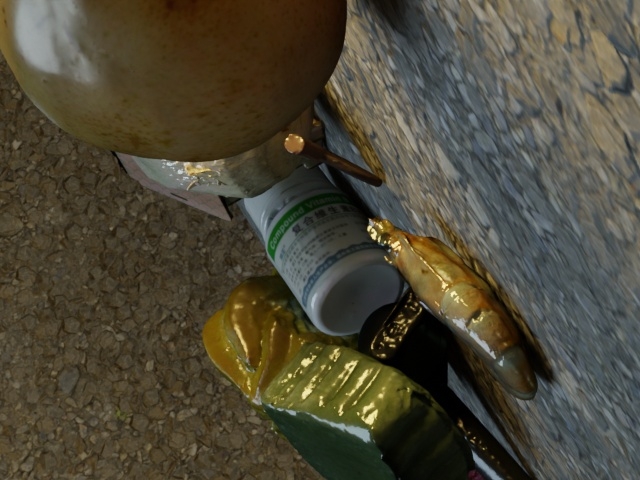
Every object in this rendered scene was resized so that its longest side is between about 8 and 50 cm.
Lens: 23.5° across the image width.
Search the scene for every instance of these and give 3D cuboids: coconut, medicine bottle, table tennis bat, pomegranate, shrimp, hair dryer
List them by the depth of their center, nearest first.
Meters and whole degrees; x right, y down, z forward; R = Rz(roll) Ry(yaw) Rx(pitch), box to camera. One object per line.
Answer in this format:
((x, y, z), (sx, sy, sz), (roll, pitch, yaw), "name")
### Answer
((-0.120, -0.199, 1.204), (0.319, 0.319, 0.319), (58, 174, 9), "pomegranate")
((0.140, 0.065, 1.510), (0.254, 0.059, 0.145), (46, 177, 47), "shrimp")
((0.030, -0.135, 1.668), (0.107, 0.119, 0.170), (29, -174, 24), "table tennis bat")
((-0.131, -0.154, 1.758), (0.224, 0.234, 0.224), (2, -90, -73), "coconut")
((0.167, 0.207, 1.897), (0.302, 0.116, 0.244), (44, 168, 19), "hair dryer")
((0.000, 0.000, 1.990), (0.237, 0.139, 0.139), (56, 174, 41), "medicine bottle")

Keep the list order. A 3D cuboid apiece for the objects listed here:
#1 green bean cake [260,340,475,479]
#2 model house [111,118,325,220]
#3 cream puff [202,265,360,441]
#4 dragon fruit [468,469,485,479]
((0.066, 0.234, 1.826), (0.227, 0.125, 0.222), (20, 150, 48), "green bean cake")
((-0.169, -0.184, 1.964), (0.326, 0.244, 0.169), (58, 177, 24), "model house")
((-0.032, 0.179, 2.259), (0.323, 0.270, 0.274), (53, 147, 42), "cream puff")
((0.225, 0.379, 2.021), (0.261, 0.163, 0.189), (-134, 43, -54), "dragon fruit")
